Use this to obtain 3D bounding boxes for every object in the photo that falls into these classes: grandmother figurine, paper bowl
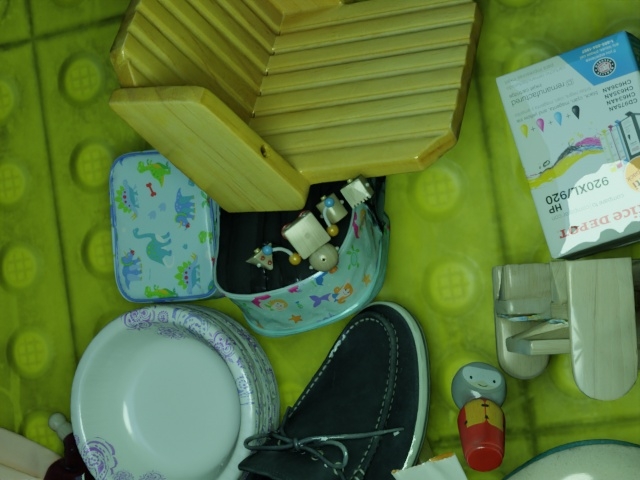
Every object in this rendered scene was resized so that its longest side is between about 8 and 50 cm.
[{"bbox_3d":[-0.389,0.360,2.094,0.342,0.104,0.208,13,103,24],"label":"grandmother figurine"},{"bbox_3d":[-0.189,0.228,1.985,0.284,0.148,0.284,0,89,22],"label":"paper bowl"}]

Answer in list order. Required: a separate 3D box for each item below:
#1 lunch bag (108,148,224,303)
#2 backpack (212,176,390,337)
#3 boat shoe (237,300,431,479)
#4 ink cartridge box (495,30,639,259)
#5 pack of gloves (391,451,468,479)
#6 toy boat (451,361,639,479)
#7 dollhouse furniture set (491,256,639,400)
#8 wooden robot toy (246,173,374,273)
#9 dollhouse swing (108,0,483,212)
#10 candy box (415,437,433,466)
[{"bbox_3d":[-0.208,-0.022,2.026,0.176,0.090,0.219,-5,87,21],"label":"lunch bag"},{"bbox_3d":[-0.023,0.005,1.865,0.225,0.191,0.253,-16,40,20],"label":"backpack"},{"bbox_3d":[-0.007,0.297,1.825,0.187,0.156,0.500,14,73,44],"label":"boat shoe"},{"bbox_3d":[0.343,-0.109,1.759,0.171,0.168,0.233,-19,83,21],"label":"ink cartridge box"},{"bbox_3d":[0.118,0.357,1.740,0.195,0.046,0.232,-18,116,20],"label":"pack of gloves"},{"bbox_3d":[0.270,0.282,1.759,0.267,0.148,0.318,-32,120,23],"label":"toy boat"},{"bbox_3d":[0.419,0.144,1.640,0.394,0.362,0.256,-3,88,-6],"label":"dollhouse furniture set"},{"bbox_3d":[0.000,0.000,1.725,0.173,0.076,0.079,-37,96,1],"label":"wooden robot toy"},{"bbox_3d":[-0.021,-0.253,1.777,0.305,0.315,0.347,-17,44,38],"label":"dollhouse swing"},{"bbox_3d":[0.096,0.311,1.878,0.109,0.053,0.187,-34,47,19],"label":"candy box"}]
